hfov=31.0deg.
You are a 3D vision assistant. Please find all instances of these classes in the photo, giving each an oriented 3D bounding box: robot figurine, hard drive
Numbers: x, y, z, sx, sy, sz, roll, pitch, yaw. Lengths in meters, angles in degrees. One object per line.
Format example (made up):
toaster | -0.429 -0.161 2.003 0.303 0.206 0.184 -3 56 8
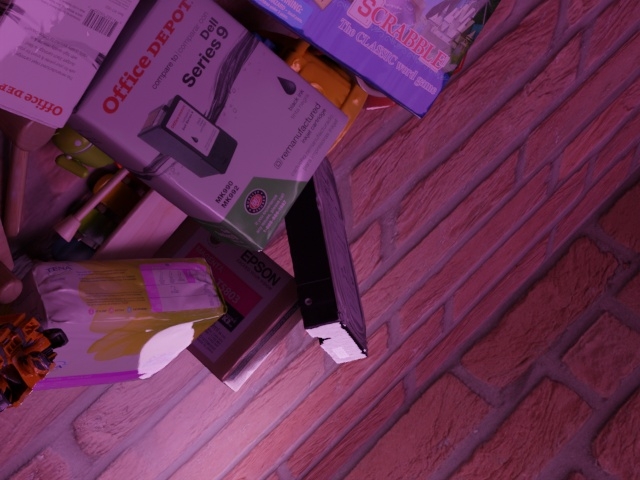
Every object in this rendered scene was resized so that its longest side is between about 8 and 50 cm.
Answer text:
robot figurine | -0.440 0.171 1.374 0.291 0.085 0.211 -21 -161 27
robot figurine | -0.295 -0.132 1.450 0.101 0.067 0.115 -60 156 -3
hard drive | 0.000 0.000 1.780 0.064 0.339 0.237 -15 158 8

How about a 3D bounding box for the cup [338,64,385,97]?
cup | 0.073 -0.391 1.527 0.331 0.237 0.331 -40 154 -25

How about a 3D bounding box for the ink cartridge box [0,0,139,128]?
ink cartridge box | -0.299 -0.235 1.242 0.139 0.082 0.191 21 108 -50

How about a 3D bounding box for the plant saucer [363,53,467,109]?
plant saucer | 0.201 -0.361 2.041 0.258 0.047 0.259 -31 149 -38

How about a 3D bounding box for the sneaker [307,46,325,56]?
sneaker | 0.023 -0.277 1.774 0.118 0.107 0.279 6 119 -57

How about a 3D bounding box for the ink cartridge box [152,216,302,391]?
ink cartridge box | -0.158 0.086 1.802 0.193 0.234 0.088 -49 158 -7

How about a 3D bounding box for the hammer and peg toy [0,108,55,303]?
hammer and peg toy | -0.432 0.000 1.318 0.361 0.127 0.266 -38 154 -27

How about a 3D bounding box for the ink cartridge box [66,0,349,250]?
ink cartridge box | -0.144 -0.153 1.404 0.289 0.121 0.211 37 80 -27

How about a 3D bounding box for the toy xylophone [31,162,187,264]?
toy xylophone | -0.264 -0.058 1.594 0.323 0.081 0.236 -46 157 -11

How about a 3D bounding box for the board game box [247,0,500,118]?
board game box | 0.085 -0.344 1.284 0.318 0.066 0.318 27 99 -38

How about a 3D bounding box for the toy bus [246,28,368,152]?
toy bus | -0.076 -0.225 1.609 0.211 0.220 0.149 36 86 -34

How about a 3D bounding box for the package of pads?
package of pads | -0.303 0.116 1.593 0.296 0.101 0.229 -1 150 -43
